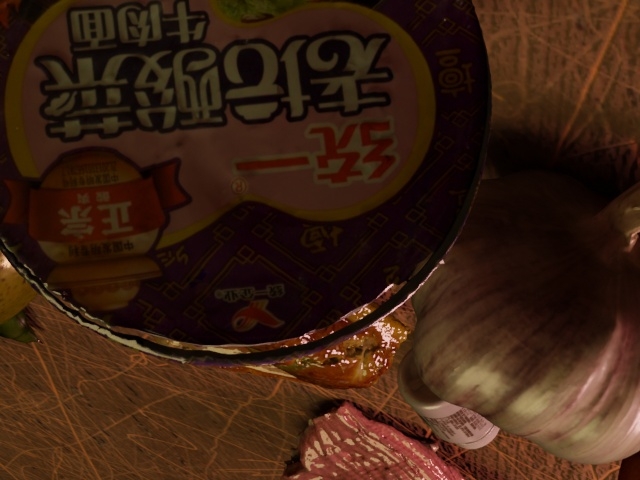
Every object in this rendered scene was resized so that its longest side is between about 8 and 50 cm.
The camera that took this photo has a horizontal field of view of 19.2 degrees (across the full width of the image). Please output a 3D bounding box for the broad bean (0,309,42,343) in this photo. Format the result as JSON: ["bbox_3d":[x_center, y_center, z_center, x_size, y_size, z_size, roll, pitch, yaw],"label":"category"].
[{"bbox_3d":[-0.399,0.067,2.233,0.060,0.043,0.297,21,162,28],"label":"broad bean"}]

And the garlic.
[{"bbox_3d":[0.209,0.025,1.414,0.245,0.245,0.253,27,126,-22],"label":"garlic"}]

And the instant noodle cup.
[{"bbox_3d":[-0.088,-0.085,1.232,0.340,0.340,0.266,23,171,-13],"label":"instant noodle cup"}]

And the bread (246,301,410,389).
[{"bbox_3d":[-0.017,0.078,1.843,0.132,0.103,0.172,8,162,43],"label":"bread"}]

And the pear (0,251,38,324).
[{"bbox_3d":[-0.340,-0.047,1.563,0.294,0.294,0.294,16,160,6],"label":"pear"}]

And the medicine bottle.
[{"bbox_3d":[0.138,0.163,1.962,0.079,0.079,0.140,7,157,28],"label":"medicine bottle"}]

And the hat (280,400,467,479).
[{"bbox_3d":[0.098,0.307,2.326,0.286,0.107,0.237,31,149,1],"label":"hat"}]

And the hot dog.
[{"bbox_3d":[-0.063,0.116,2.041,0.236,0.062,0.092,10,174,8],"label":"hot dog"}]

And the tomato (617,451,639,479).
[{"bbox_3d":[0.423,0.231,1.553,0.341,0.341,0.273,1,168,39],"label":"tomato"}]
